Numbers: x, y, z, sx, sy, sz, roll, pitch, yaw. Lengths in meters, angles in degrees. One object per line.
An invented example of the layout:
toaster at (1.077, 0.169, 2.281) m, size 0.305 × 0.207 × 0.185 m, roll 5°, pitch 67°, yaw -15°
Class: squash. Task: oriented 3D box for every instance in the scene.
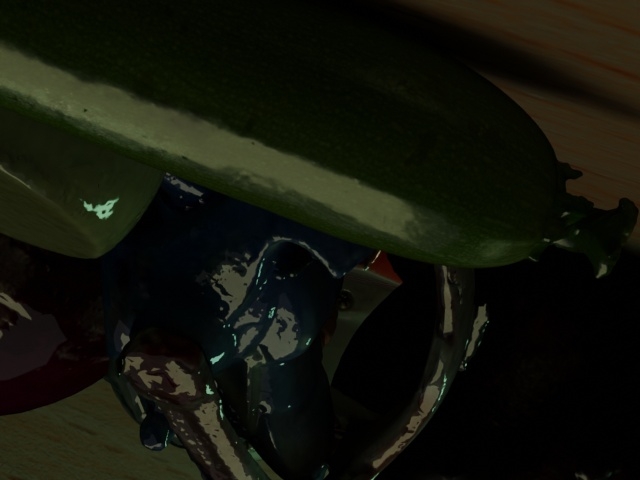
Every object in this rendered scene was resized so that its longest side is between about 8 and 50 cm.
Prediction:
squash at (-0.030, -0.067, 0.809) m, size 0.379 × 0.101 × 0.101 m, roll 23°, pitch 173°, yaw -12°

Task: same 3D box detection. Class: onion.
onion at (-0.241, -0.002, 1.307) m, size 0.337 × 0.260 × 0.282 m, roll 12°, pitch 167°, yaw 43°

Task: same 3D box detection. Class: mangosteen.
mangosteen at (0.138, 0.137, 1.353) m, size 0.297 × 0.297 × 0.293 m, roll 22°, pitch 170°, yaw -40°

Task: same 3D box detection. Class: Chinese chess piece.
Chinese chess piece at (-0.195, -0.084, 0.954) m, size 0.250 × 0.101 × 0.250 m, roll 23°, pitch 167°, yaw 5°

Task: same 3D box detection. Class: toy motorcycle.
toy motorcycle at (-0.023, 0.021, 1.142) m, size 0.241 × 0.319 × 0.182 m, roll -5°, pitch -140°, yaw -4°

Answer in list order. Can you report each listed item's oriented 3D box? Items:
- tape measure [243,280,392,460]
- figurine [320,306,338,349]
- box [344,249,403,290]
tape measure at (-0.063, 0.089, 1.778) m, size 0.243 × 0.246 × 0.125 m, roll 23°, pitch 171°, yaw 0°
figurine at (-0.013, 0.009, 1.308) m, size 0.126 × 0.157 × 0.114 m, roll 15°, pitch -163°, yaw -32°
box at (0.000, 0.000, 1.597) m, size 0.229 × 0.050 × 0.123 m, roll 11°, pitch 174°, yaw 41°
